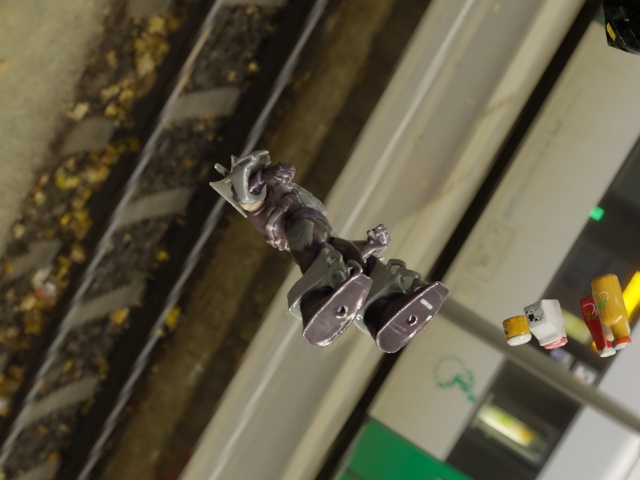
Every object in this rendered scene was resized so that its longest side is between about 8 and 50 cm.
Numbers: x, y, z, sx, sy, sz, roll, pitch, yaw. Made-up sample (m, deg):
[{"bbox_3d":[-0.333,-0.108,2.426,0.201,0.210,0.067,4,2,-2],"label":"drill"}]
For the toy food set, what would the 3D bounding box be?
[{"bbox_3d":[0.390,0.138,2.128,0.111,0.105,0.232,2,157,-43],"label":"toy food set"}]

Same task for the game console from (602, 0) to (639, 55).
[{"bbox_3d":[0.325,-0.314,1.121,0.044,0.213,0.361,57,31,-60],"label":"game console"}]

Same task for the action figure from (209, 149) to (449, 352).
[{"bbox_3d":[0.000,0.000,1.290,0.099,0.185,0.285,-57,-146,13],"label":"action figure"}]
